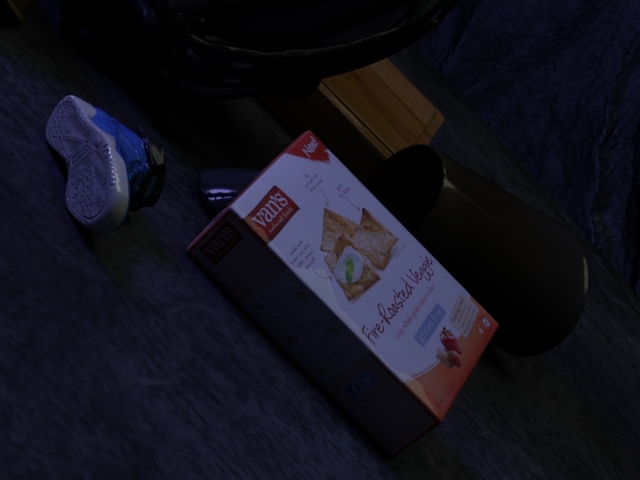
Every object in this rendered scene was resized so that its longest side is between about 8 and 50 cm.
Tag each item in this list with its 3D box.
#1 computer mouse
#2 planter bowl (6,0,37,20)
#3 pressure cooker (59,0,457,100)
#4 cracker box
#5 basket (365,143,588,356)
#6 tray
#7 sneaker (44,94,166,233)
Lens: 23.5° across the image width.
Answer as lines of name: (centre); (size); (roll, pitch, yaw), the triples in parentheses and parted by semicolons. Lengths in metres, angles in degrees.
computer mouse: (0.000, 0.000, 1.387); (0.262, 0.060, 0.184); (43, 15, -16)
planter bowl: (-0.248, -0.296, 1.251); (0.217, 0.090, 0.217); (158, -90, -88)
pressure cooker: (-0.060, -0.334, 1.467); (0.375, 0.370, 0.420); (20, 40, -63)
cracker box: (0.023, 0.038, 1.228); (0.232, 0.067, 0.155); (45, 36, -3)
basket: (0.162, 0.002, 1.697); (0.227, 0.154, 0.204); (32, 21, -36)
tray: (-0.036, -0.240, 1.836); (0.411, 0.076, 0.203); (44, 30, -5)
sneaker: (-0.140, -0.044, 1.093); (0.085, 0.058, 0.152); (26, 16, -34)
